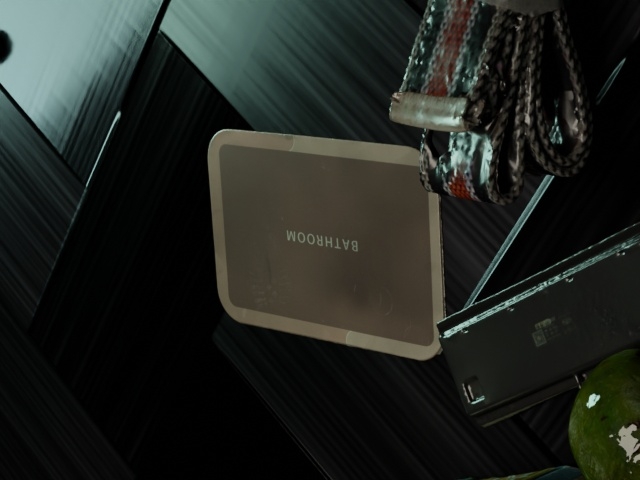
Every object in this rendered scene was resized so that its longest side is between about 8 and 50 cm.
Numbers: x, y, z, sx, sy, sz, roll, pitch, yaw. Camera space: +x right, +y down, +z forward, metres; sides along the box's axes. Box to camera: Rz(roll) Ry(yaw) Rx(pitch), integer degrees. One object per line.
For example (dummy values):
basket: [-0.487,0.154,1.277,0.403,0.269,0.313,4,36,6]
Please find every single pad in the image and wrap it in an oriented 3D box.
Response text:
pad: [0.000,0.000,1.433,0.266,0.002,0.176,9,107,43]

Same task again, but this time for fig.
fig: [0.220,0.148,1.179,0.123,0.123,0.156,52,143,22]

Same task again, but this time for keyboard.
keyboard: [0.177,0.066,1.259,0.230,0.025,0.094,-30,78,45]

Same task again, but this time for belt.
belt: [0.122,-0.206,1.180,0.094,0.126,0.359,14,105,52]

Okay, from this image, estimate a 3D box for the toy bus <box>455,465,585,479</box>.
toy bus: [0.152,0.317,1.278,0.167,0.138,0.275,-18,86,44]
